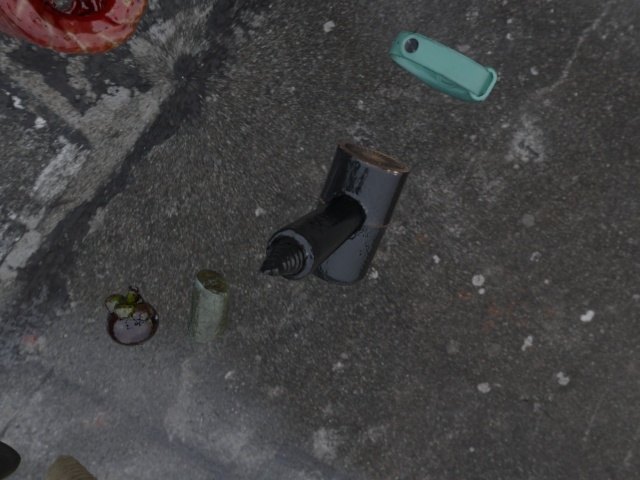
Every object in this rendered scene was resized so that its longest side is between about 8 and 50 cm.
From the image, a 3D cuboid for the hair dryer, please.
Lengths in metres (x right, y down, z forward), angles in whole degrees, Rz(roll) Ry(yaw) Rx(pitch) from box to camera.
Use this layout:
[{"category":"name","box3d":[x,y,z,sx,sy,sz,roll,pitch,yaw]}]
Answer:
[{"category":"hair dryer","box3d":[0.000,0.000,0.625,0.107,0.352,0.189,25,112,13]}]

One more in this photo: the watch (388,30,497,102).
[{"category":"watch","box3d":[0.255,-0.354,1.074,0.068,0.237,0.195,-60,155,13]}]

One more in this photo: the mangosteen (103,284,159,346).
[{"category":"mangosteen","box3d":[-0.594,0.242,1.634,0.172,0.172,0.184,-26,96,-6]}]

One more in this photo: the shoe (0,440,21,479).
[{"category":"shoe","box3d":[-0.493,0.344,0.631,0.103,0.275,0.098,27,99,10]}]

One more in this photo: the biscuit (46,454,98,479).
[{"category":"biscuit","box3d":[-0.320,0.330,0.687,0.055,0.219,0.061,8,75,-35]}]

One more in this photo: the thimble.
[{"category":"thimble","box3d":[-0.562,-0.573,1.105,0.350,0.230,0.350,-28,131,-39]}]

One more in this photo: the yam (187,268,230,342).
[{"category":"yam","box3d":[-0.282,0.169,1.323,0.107,0.107,0.183,4,120,-16]}]
